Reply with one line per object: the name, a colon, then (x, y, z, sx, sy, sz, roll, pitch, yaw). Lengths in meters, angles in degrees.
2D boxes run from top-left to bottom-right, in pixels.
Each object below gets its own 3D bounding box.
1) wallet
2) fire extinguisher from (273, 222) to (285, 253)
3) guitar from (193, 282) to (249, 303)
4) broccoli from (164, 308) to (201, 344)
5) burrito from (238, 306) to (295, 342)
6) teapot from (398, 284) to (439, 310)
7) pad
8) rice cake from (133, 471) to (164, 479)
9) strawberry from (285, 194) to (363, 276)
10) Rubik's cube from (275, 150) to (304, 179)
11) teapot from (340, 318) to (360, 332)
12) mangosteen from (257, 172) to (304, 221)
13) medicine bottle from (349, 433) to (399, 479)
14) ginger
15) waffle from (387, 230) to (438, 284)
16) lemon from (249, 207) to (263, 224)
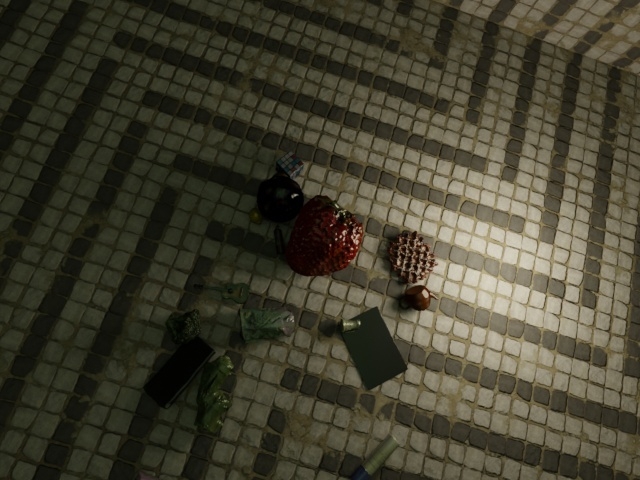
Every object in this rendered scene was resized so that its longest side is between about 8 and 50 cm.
wallet: (-0.554, 0.510, 1.715, 0.146, 0.030, 0.285, 33, 73, 24)
fire extinguisher: (-0.182, -0.007, 1.915, 0.039, 0.056, 0.132, -2, 77, -36)
guitar: (-0.417, 0.209, 1.837, 0.233, 0.025, 0.088, 9, 74, -5)
broccoli: (-0.544, 0.343, 1.727, 0.138, 0.162, 0.145, 35, 46, -12)
burrito: (-0.221, 0.340, 1.800, 0.229, 0.089, 0.143, -6, 79, -8)
teapot: (0.429, 0.263, 1.909, 0.173, 0.116, 0.116, -21, 78, 14)
pad: (0.225, 0.459, 1.873, 0.202, 0.005, 0.299, -24, 79, -13)
rice cake: (-0.522, 0.948, 1.612, 0.365, 0.056, 0.072, 20, 75, -2)
strawberry: (0.000, 0.000, 1.841, 0.312, 0.267, 0.351, 42, 94, 15)
Rubik's cube: (-0.141, -0.334, 1.984, 0.092, 0.092, 0.092, -42, 84, -16)
teapot: (0.126, 0.364, 1.856, 0.083, 0.057, 0.067, -2, 113, -12)
mangosteen: (-0.177, -0.202, 1.900, 0.211, 0.211, 0.250, -4, 48, -9)
medicine bottle: (0.216, 0.876, 1.733, 0.231, 0.059, 0.059, -40, 84, -15)
ginger: (-0.413, 0.600, 1.707, 0.137, 0.089, 0.289, -4, 70, 10)
waffle: (0.412, 0.074, 1.977, 0.221, 0.055, 0.234, -32, 87, -16)
lemon: (-0.283, -0.107, 1.921, 0.062, 0.062, 0.083, -24, 78, -13)
